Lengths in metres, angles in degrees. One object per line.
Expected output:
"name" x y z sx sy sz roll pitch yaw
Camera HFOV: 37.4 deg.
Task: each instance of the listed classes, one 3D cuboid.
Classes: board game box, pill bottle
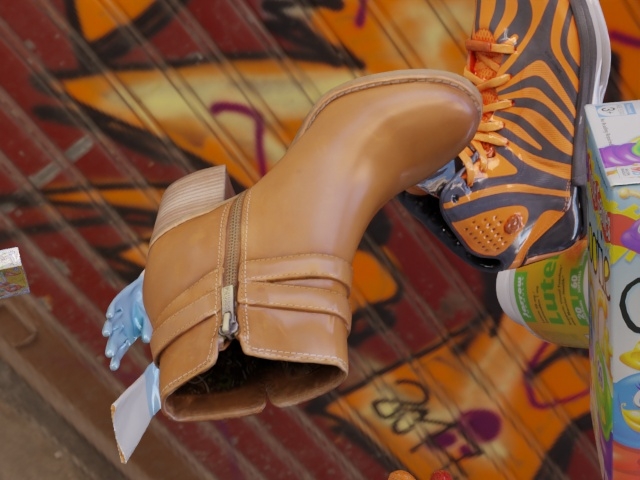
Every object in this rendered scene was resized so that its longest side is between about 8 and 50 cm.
"board game box" -0.452 0.052 1.275 0.154 0.103 0.026 127 -50 -70
"board game box" 0.270 0.048 0.681 0.144 0.142 0.275 -75 159 -60
"pill bottle" 0.293 0.050 1.040 0.136 0.136 0.245 54 -14 -7

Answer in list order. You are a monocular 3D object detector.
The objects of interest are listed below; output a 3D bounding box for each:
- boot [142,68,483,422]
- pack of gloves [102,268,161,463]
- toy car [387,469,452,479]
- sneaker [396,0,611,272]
"boot" 0.000 0.000 0.669 0.220 0.283 0.109 -99 168 -50
"pack of gloves" -0.208 0.141 1.216 0.232 0.046 0.195 -59 144 -67
"toy car" 0.141 0.348 1.123 0.182 0.159 0.136 38 58 9
"sneaker" 0.149 -0.111 0.819 0.124 0.180 0.321 33 -37 63
